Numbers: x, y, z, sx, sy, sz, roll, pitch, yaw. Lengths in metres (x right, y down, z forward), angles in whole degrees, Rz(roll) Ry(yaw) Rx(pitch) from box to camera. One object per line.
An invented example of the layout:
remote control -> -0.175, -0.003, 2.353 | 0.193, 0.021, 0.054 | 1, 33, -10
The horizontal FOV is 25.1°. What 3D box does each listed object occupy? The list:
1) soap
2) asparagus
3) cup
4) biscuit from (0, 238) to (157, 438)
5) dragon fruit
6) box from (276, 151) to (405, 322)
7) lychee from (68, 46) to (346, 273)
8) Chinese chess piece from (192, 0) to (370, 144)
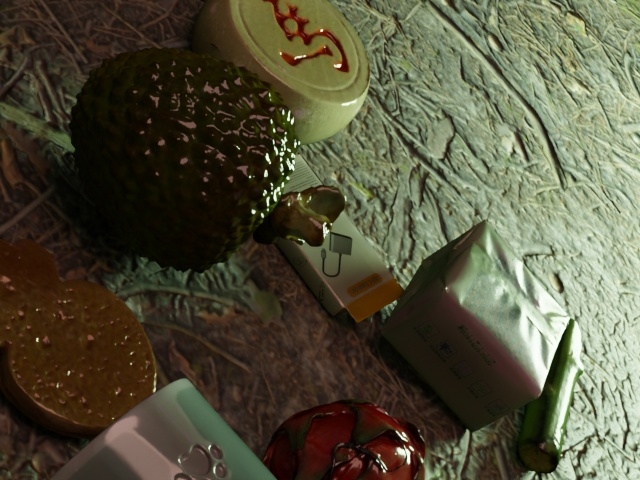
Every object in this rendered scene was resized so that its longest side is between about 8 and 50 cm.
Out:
soap -> 0.207, 0.113, 1.889 | 0.199, 0.138, 0.182 | 48, 38, -12
asparagus -> 0.321, 0.211, 1.989 | 0.067, 0.060, 0.278 | 23, 40, 4
cup -> -0.163, 0.344, 1.318 | 0.356, 0.259, 0.274 | -42, 81, -18
biscuit -> -0.303, 0.099, 1.553 | 0.288, 0.044, 0.202 | 36, 39, -9
dragon fruit -> 0.017, 0.271, 1.551 | 0.192, 0.193, 0.274 | 7, 8, 18
box -> 0.000, 0.000, 1.911 | 0.247, 0.033, 0.129 | 53, 39, 10
lychee -> -0.144, -0.092, 1.690 | 0.320, 0.270, 0.270 | 61, 35, -20
Chinese chess piece -> -0.055, -0.261, 2.038 | 0.273, 0.102, 0.273 | 23, 44, -24
